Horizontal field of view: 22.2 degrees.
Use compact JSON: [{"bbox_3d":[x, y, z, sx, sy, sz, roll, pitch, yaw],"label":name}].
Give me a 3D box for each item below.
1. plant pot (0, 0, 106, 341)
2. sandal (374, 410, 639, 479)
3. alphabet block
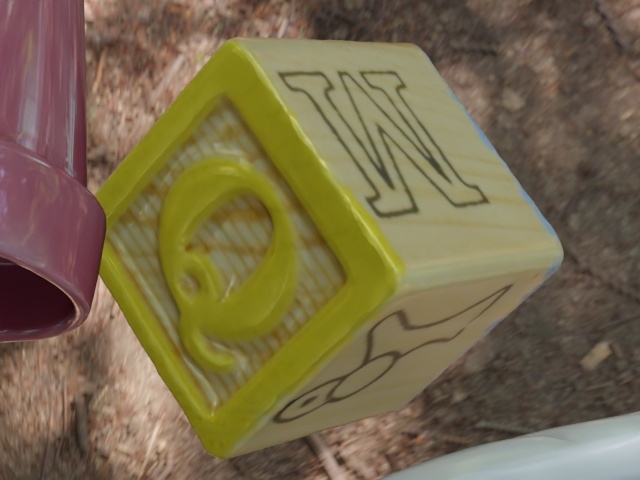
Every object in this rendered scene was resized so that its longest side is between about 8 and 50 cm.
[{"bbox_3d":[-0.197,-0.063,0.812,0.201,0.201,0.180,12,70,-7],"label":"plant pot"},{"bbox_3d":[0.198,0.120,0.630,0.416,0.169,0.102,0,67,-24],"label":"sandal"},{"bbox_3d":[0.000,0.000,1.043,0.197,0.192,0.193,-7,56,-54],"label":"alphabet block"}]
